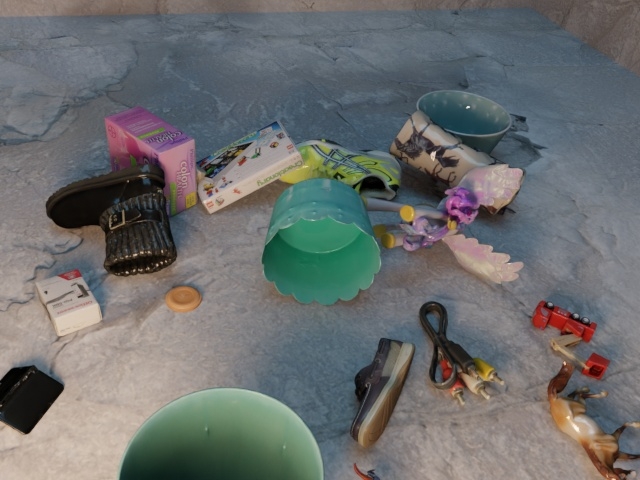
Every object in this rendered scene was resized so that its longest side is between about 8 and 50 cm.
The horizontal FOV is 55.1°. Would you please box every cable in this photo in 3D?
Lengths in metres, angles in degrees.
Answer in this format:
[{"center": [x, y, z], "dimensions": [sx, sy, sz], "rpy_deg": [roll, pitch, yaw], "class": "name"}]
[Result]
[{"center": [0.278, 0.252, 1.376], "dimensions": [0.139, 0.072, 0.287], "rpy_deg": [-22, 32, -8], "class": "cable"}]

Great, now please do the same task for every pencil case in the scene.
[{"center": [0.403, -0.236, 1.831], "dimensions": [0.410, 0.160, 0.183], "rpy_deg": [33, 21, 13], "class": "pencil case"}]

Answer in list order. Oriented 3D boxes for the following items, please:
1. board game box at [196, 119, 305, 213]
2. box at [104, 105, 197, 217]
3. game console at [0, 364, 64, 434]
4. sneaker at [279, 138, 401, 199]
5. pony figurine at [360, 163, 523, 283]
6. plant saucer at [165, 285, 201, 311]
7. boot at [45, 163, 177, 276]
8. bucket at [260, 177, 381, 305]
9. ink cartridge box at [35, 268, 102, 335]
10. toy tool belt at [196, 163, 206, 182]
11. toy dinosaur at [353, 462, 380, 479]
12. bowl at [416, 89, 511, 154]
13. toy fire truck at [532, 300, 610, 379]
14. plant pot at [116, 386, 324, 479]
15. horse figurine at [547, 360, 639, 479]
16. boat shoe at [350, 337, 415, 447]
[{"center": [-0.217, -0.217, 1.765], "dimensions": [0.305, 0.053, 0.193], "rpy_deg": [-28, 46, -2], "class": "board game box"}, {"center": [-0.466, -0.218, 1.694], "dimensions": [0.243, 0.213, 0.117], "rpy_deg": [32, 45, 27], "class": "box"}, {"center": [-0.587, 0.310, 1.191], "dimensions": [0.107, 0.071, 0.122], "rpy_deg": [-11, 31, 27], "class": "game console"}, {"center": [0.056, -0.200, 1.806], "dimensions": [0.385, 0.145, 0.147], "rpy_deg": [2, 39, -4], "class": "sneaker"}, {"center": [0.318, -0.053, 1.570], "dimensions": [0.363, 0.302, 0.351], "rpy_deg": [-4, 13, -35], "class": "pony figurine"}, {"center": [-0.322, 0.135, 1.442], "dimensions": [0.084, 0.013, 0.083], "rpy_deg": [5, 39, -4], "class": "plant saucer"}, {"center": [-0.527, -0.026, 1.521], "dimensions": [0.348, 0.131, 0.260], "rpy_deg": [-17, 69, 16], "class": "boot"}, {"center": [0.000, 0.000, 1.459], "dimensions": [0.281, 0.281, 0.183], "rpy_deg": [4, 39, -4], "class": "bucket"}, {"center": [-0.563, 0.136, 1.371], "dimensions": [0.099, 0.056, 0.135], "rpy_deg": [-21, 46, -31], "class": "ink cartridge box"}, {"center": [-0.366, -0.194, 1.732], "dimensions": [0.083, 0.051, 0.052], "rpy_deg": [44, 16, 20], "class": "toy tool belt"}, {"center": [0.099, 0.446, 1.082], "dimensions": [0.090, 0.047, 0.082], "rpy_deg": [28, 5, -20], "class": "toy dinosaur"}, {"center": [0.460, -0.358, 2.039], "dimensions": [0.312, 0.163, 0.311], "rpy_deg": [3, 39, -3], "class": "bowl"}, {"center": [0.580, 0.228, 1.432], "dimensions": [0.192, 0.047, 0.135], "rpy_deg": [25, 44, 22], "class": "toy fire truck"}, {"center": [-0.151, 0.416, 0.947], "dimensions": [0.293, 0.235, 0.293], "rpy_deg": [4, 40, -4], "class": "plant pot"}, {"center": [0.549, 0.370, 1.241], "dimensions": [0.174, 0.066, 0.263], "rpy_deg": [-11, 44, -29], "class": "horse figurine"}, {"center": [0.112, 0.297, 1.243], "dimensions": [0.092, 0.102, 0.285], "rpy_deg": [16, 36, 19], "class": "boat shoe"}]
